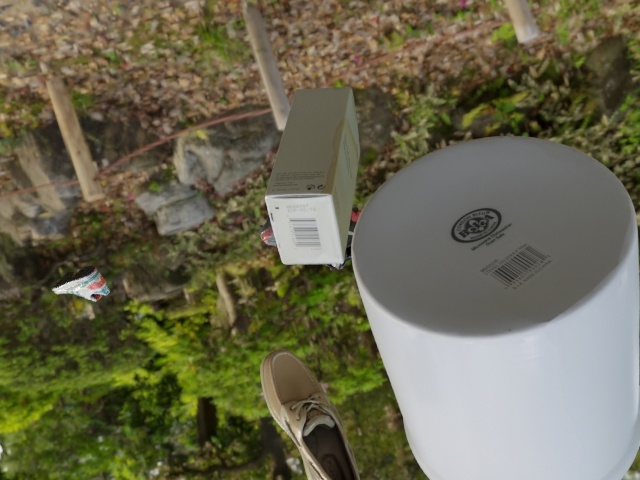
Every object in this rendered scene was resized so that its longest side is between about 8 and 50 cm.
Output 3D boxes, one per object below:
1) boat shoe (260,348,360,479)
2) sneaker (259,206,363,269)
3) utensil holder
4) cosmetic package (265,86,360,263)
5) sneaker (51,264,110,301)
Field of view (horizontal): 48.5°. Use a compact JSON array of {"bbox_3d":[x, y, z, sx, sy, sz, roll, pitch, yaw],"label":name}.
[{"bbox_3d":[-0.012,0.360,1.423,0.121,0.341,0.110,-21,158,-25],"label":"boat shoe"},{"bbox_3d":[0.000,0.000,1.593,0.275,0.135,0.098,-1,152,-4],"label":"sneaker"},{"bbox_3d":[0.228,0.111,0.889,0.327,0.386,0.328,-12,-137,12],"label":"utensil holder"},{"bbox_3d":[-0.004,-0.120,1.251,0.113,0.160,0.310,0,-135,12],"label":"cosmetic package"},{"bbox_3d":[-0.511,0.104,1.518,0.161,0.075,0.057,-17,-151,40],"label":"sneaker"}]
